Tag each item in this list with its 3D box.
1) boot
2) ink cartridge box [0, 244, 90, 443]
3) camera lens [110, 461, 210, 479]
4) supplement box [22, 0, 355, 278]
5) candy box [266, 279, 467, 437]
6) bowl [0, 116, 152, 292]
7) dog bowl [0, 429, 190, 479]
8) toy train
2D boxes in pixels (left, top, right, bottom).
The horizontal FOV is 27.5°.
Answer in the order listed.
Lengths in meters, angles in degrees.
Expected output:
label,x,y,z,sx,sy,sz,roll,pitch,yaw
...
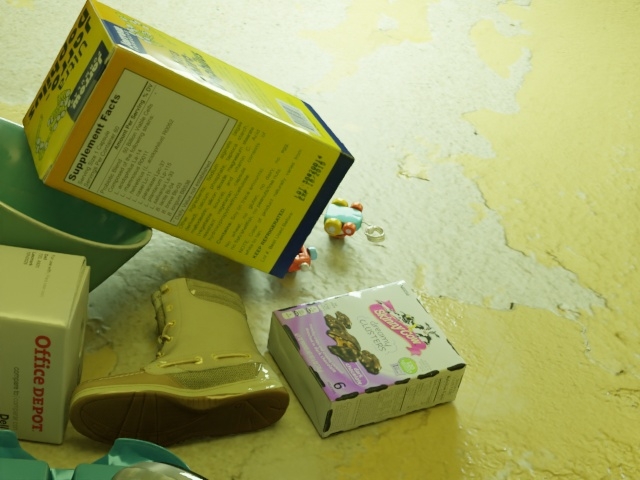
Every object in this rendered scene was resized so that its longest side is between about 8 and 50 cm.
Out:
label,x,y,z,sx,sy,sz,roll,pitch,yaw
boot,-0.187,0.139,1.563,0.261,0.095,0.203,-3,42,-24
ink cartridge box,-0.409,0.107,1.462,0.278,0.201,0.117,8,41,-5
camera lens,-0.162,0.354,1.174,0.219,0.219,0.274,28,56,18
supplement box,-0.171,-0.129,1.681,0.356,0.194,0.195,24,17,-30
candy box,0.056,0.144,1.642,0.196,0.070,0.165,-12,45,-26
bowl,-0.379,-0.015,1.597,0.311,0.163,0.311,30,14,-8
dog bowl,-0.278,0.290,1.380,0.297,0.074,0.166,6,40,-9
toy train,0.000,0.000,1.823,0.166,0.046,0.125,-14,47,-24
